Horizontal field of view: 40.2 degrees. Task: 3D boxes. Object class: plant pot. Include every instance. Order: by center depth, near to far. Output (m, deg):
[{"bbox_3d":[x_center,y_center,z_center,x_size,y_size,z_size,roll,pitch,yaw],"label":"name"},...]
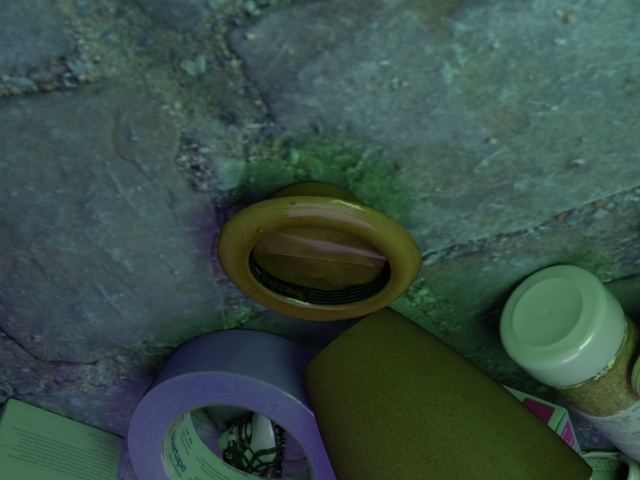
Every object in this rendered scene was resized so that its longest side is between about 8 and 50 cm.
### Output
[{"bbox_3d":[0.100,0.203,0.897,0.237,0.254,0.237,-36,167,-10],"label":"plant pot"}]

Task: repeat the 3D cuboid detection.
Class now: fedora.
[{"bbox_3d":[0.000,0.000,0.843,0.194,0.079,0.194,3,139,3],"label":"fedora"}]

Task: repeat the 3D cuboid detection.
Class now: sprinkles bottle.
[{"bbox_3d":[0.341,0.164,0.985,0.121,0.121,0.355,-27,131,30],"label":"sprinkles bottle"}]

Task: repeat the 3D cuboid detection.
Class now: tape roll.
[{"bbox_3d":[-0.087,0.244,1.048,0.274,0.090,0.275,6,120,12],"label":"tape roll"}]

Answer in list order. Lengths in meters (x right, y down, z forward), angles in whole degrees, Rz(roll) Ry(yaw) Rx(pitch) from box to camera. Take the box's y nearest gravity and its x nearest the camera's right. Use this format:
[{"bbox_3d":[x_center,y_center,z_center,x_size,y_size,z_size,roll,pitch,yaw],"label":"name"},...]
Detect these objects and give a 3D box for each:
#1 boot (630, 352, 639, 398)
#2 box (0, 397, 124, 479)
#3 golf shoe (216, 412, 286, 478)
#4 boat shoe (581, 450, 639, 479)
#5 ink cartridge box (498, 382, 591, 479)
[{"bbox_3d":[0.450,0.127,0.817,0.261,0.203,0.095,-28,130,0],"label":"boot"},{"bbox_3d":[-0.402,0.332,1.222,0.181,0.119,0.181,28,133,-27],"label":"box"},{"bbox_3d":[-0.092,0.267,1.163,0.093,0.077,0.198,6,138,-4],"label":"golf shoe"},{"bbox_3d":[0.421,0.339,1.204,0.276,0.098,0.096,3,140,2],"label":"boat shoe"},{"bbox_3d":[0.242,0.276,1.107,0.185,0.065,0.311,17,149,37],"label":"ink cartridge box"}]
